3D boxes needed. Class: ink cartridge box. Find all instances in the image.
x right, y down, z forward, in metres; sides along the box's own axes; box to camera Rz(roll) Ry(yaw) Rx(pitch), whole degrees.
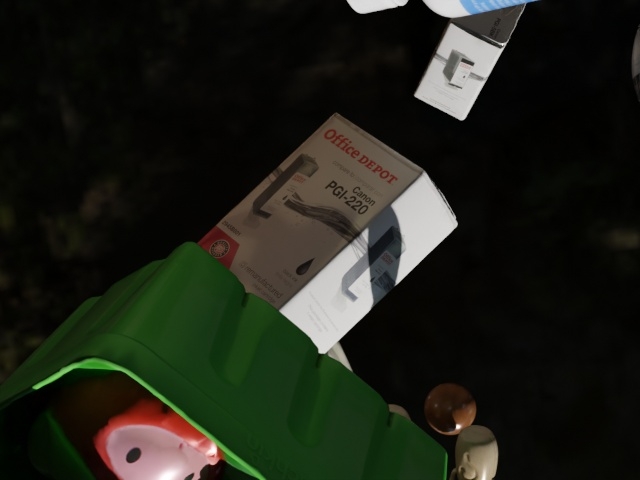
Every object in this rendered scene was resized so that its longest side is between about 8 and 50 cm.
[{"bbox_3d":[0.000,0.000,1.916,0.218,0.092,0.158,-43,-137,-10],"label":"ink cartridge box"},{"bbox_3d":[0.144,-0.192,1.842,0.056,0.099,0.135,27,151,1],"label":"ink cartridge box"}]

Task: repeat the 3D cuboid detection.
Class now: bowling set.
[{"bbox_3d":[0.116,0.254,1.987,0.287,0.154,0.200,16,-146,28],"label":"bowling set"}]

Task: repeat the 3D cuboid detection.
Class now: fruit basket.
[{"bbox_3d":[-0.116,0.245,1.517,0.392,0.392,0.283,-20,174,-43],"label":"fruit basket"}]

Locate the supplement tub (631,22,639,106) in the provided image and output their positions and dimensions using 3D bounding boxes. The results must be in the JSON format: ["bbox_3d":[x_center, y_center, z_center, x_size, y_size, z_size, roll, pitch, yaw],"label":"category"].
[{"bbox_3d":[0.425,-0.180,1.598,0.207,0.207,0.338,-16,171,-33],"label":"supplement tub"}]

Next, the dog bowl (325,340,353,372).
[{"bbox_3d":[-0.004,0.310,2.253,0.150,0.408,0.408,-16,-170,5],"label":"dog bowl"}]

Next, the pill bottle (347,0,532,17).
[{"bbox_3d":[0.120,-0.216,1.306,0.221,0.124,0.124,-12,-170,17],"label":"pill bottle"}]
